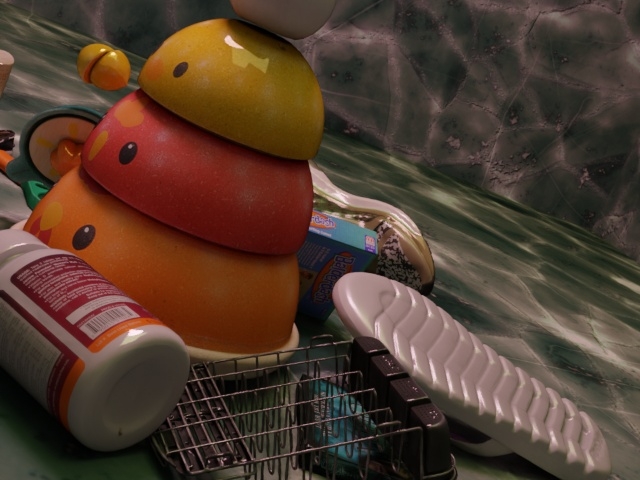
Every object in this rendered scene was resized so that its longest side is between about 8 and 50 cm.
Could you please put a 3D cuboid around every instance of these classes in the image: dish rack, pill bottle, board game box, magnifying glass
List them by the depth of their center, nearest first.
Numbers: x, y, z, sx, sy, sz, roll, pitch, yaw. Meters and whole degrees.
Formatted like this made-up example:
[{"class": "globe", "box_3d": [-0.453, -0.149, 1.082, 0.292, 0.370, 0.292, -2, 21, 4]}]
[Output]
[{"class": "pill bottle", "box_3d": [-0.229, 0.081, 0.913, 0.221, 0.121, 0.121, 32, 16, 34]}, {"class": "dish rack", "box_3d": [-0.029, 0.168, 0.962, 0.272, 0.074, 0.208, -7, 22, -18]}, {"class": "board game box", "box_3d": [0.037, 0.207, 1.083, 0.126, 0.026, 0.186, 21, 13, -8]}, {"class": "board game box", "box_3d": [-0.052, 0.020, 1.382, 0.210, 0.160, 0.047, 20, 42, -18]}, {"class": "magnifying glass", "box_3d": [-0.404, -0.075, 1.458, 0.231, 0.026, 0.092, 35, 17, 34]}]

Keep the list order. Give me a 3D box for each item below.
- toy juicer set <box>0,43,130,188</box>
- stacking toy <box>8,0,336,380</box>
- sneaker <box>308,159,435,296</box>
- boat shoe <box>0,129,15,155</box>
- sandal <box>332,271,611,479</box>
[{"class": "toy juicer set", "box_3d": [-0.306, -0.142, 1.257, 0.329, 0.209, 0.089, 6, 41, -2]}, {"class": "stacking toy", "box_3d": [-0.113, -0.121, 1.122, 0.351, 0.479, 0.350, 22, 12, -5]}, {"class": "sneaker", "box_3d": [0.000, 0.000, 1.714, 0.410, 0.158, 0.182, 31, 46, 23]}, {"class": "boat shoe", "box_3d": [-0.503, -0.149, 1.537, 0.046, 0.038, 0.125, 21, 12, 19]}, {"class": "sandal", "box_3d": [0.172, 0.194, 1.239, 0.416, 0.102, 0.169, 35, 27, -8]}]
